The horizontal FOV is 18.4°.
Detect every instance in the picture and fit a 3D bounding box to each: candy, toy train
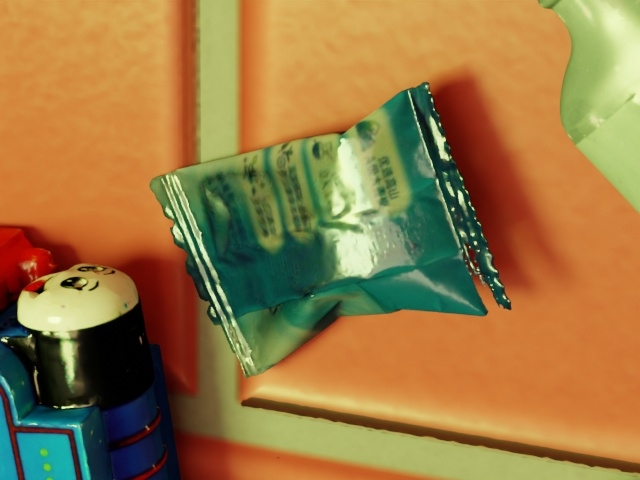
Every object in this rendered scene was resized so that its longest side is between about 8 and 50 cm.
[{"bbox_3d":[0.001,0.001,0.737,0.136,0.038,0.088,-18,99,35],"label":"candy"},{"bbox_3d":[-0.097,0.102,0.787,0.131,0.083,0.204,0,111,21],"label":"toy train"}]

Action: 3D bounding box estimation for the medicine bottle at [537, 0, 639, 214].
[{"bbox_3d":[0.132,-0.044,0.659,0.208,0.054,0.090,47,120,-1],"label":"medicine bottle"}]
